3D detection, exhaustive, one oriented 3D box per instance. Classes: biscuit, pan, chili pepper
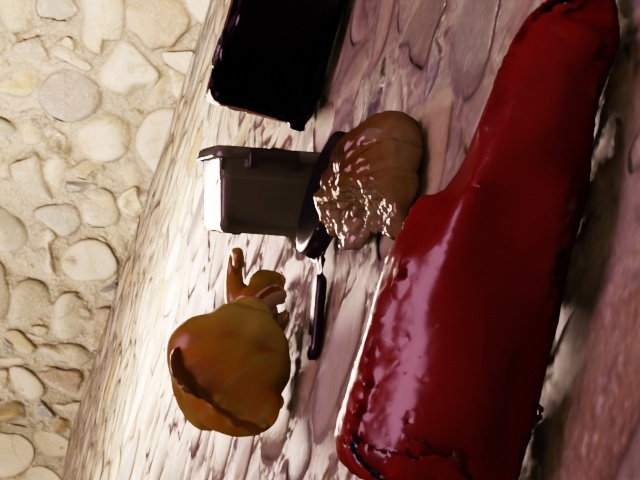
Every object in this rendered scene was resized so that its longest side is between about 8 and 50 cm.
[{"bbox_3d":[0.036,-0.052,1.157,0.183,0.061,0.118,156,129,-75],"label":"biscuit"},{"bbox_3d":[0.000,0.000,1.324,0.136,0.028,0.235,127,154,-62],"label":"pan"},{"bbox_3d":[0.085,0.029,0.759,0.110,0.110,0.387,179,111,-77],"label":"chili pepper"}]

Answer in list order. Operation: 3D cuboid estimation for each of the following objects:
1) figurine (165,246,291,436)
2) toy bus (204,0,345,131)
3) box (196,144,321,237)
[{"bbox_3d":[-0.083,0.104,1.397,0.156,0.131,0.246,-54,9,22],"label":"figurine"},{"bbox_3d":[-0.038,-0.281,1.582,0.147,0.127,0.302,-163,87,-81],"label":"toy bus"},{"bbox_3d":[-0.066,-0.051,1.488,0.172,0.124,0.093,-171,85,-79],"label":"box"}]
